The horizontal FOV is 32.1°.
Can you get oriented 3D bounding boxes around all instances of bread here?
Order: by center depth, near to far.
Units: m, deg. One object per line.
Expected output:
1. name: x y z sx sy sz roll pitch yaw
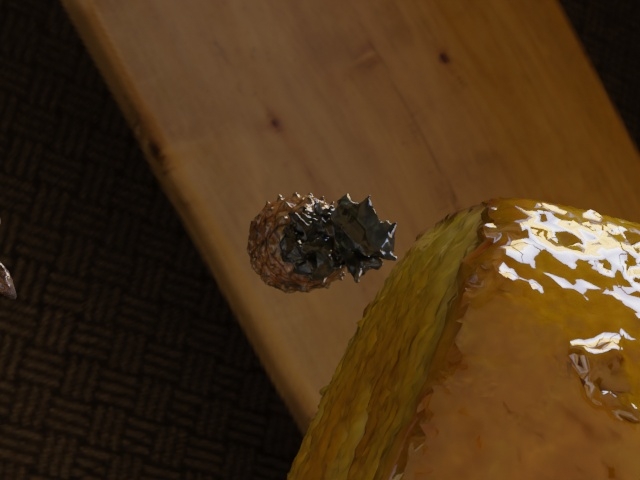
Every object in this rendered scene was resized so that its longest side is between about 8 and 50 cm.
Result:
1. bread: 0.065 0.100 0.419 0.146 0.268 0.268 26 69 -1

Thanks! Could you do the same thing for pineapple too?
1. pineapple: 0.001 -0.001 1.260 0.128 0.248 0.128 1 87 -20

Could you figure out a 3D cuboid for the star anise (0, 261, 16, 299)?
1. star anise: -0.251 0.007 0.671 0.141 0.042 0.141 12 42 -11
